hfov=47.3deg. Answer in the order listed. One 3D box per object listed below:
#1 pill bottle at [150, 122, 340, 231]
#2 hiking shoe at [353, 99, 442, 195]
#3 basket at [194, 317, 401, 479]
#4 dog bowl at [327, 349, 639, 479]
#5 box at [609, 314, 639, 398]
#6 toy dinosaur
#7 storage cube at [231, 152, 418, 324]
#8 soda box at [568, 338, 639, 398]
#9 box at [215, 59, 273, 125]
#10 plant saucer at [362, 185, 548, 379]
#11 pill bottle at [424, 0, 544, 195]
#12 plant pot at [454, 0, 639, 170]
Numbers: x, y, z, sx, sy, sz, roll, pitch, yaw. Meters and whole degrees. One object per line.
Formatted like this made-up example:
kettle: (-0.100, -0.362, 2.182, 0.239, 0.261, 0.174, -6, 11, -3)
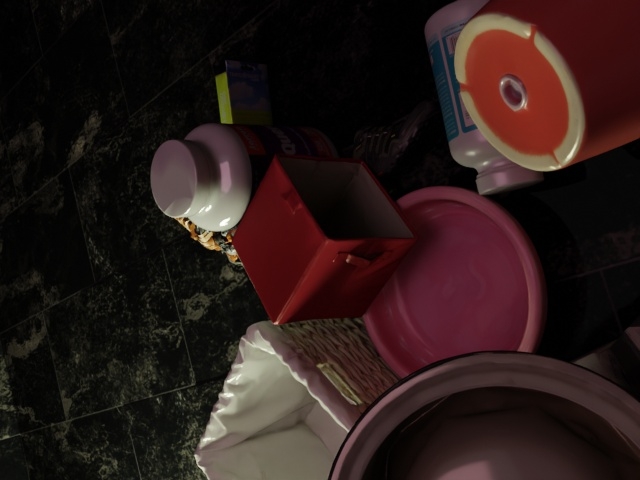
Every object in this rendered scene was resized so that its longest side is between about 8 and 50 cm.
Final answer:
pill bottle: (-0.124, -0.111, 1.269, 0.181, 0.323, 0.181, 6, 99, 42)
hiking shoe: (0.105, -0.162, 1.213, 0.114, 0.086, 0.227, 55, 128, 20)
basket: (0.015, 0.335, 1.230, 0.328, 0.266, 0.331, 43, 122, 31)
dog bowl: (0.215, 0.322, 0.823, 0.408, 0.150, 0.408, -1, 86, 17)
box: (0.493, 0.110, 0.811, 0.307, 0.076, 0.242, -59, 24, 30)
toy dinosaur: (-0.213, -0.050, 1.490, 0.322, 0.164, 0.218, -1, 111, 22)
storage cube: (0.000, 0.000, 1.153, 0.215, 0.183, 0.193, 59, 133, 33)
soda box: (0.322, 0.250, 1.053, 0.286, 0.091, 0.098, -41, 69, 38)
box: (-0.144, -0.253, 1.420, 0.042, 0.109, 0.178, -7, 90, 45)
plant saucer: (0.208, 0.080, 1.146, 0.332, 0.084, 0.332, 5, 97, 43)
pill bottle: (0.243, -0.202, 1.039, 0.146, 0.146, 0.264, -15, 85, 43)
plant pot: (0.307, -0.221, 0.840, 0.275, 0.243, 0.275, 50, 161, 24)
